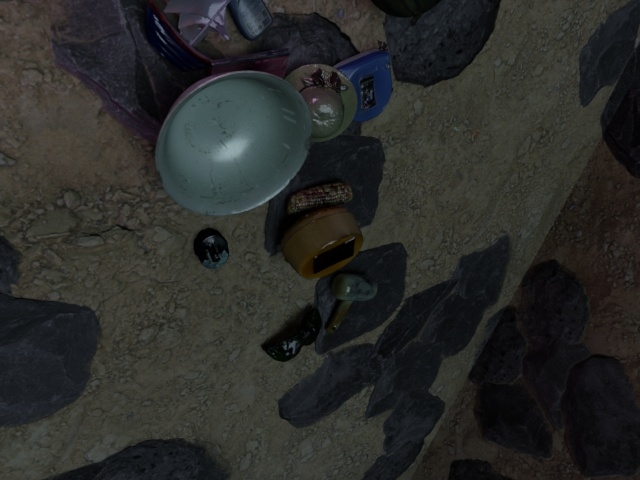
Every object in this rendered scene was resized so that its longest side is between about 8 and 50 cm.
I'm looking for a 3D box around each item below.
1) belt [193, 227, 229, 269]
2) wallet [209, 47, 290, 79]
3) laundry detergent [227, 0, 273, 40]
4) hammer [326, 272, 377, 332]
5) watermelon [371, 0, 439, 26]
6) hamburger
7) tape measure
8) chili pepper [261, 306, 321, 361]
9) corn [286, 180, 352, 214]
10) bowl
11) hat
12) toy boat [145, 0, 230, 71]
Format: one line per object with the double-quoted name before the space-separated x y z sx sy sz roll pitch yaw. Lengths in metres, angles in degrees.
"belt" -0.349 0.029 1.610 0.105 0.058 0.140 -24 130 -17
"wallet" -0.199 -0.468 1.393 0.232 0.025 0.119 -20 162 -25
"laundry detergent" -0.207 -0.628 1.295 0.096 0.061 0.206 -36 133 -2
"hammer" 0.096 0.268 2.065 0.201 0.113 0.306 9 120 -36
"watermelon" 0.232 -0.775 1.371 0.279 0.279 0.359 -42 132 -6
"hamburger" 0.000 0.000 1.732 0.300 0.176 0.300 -24 156 -12
"tape measure" 0.073 -0.465 1.581 0.351 0.098 0.216 -26 129 -16
"chili pepper" -0.085 0.388 1.987 0.264 0.116 0.148 -43 136 -4
"corn" -0.006 -0.147 1.732 0.253 0.086 0.086 -17 126 -23
"bowl" -0.255 -0.292 1.360 0.434 0.196 0.435 -21 139 -20
"hat" -0.003 -0.379 1.491 0.256 0.130 0.257 -6 129 -7
"toy boat" -0.303 -0.561 1.219 0.219 0.072 0.318 4 131 -41
